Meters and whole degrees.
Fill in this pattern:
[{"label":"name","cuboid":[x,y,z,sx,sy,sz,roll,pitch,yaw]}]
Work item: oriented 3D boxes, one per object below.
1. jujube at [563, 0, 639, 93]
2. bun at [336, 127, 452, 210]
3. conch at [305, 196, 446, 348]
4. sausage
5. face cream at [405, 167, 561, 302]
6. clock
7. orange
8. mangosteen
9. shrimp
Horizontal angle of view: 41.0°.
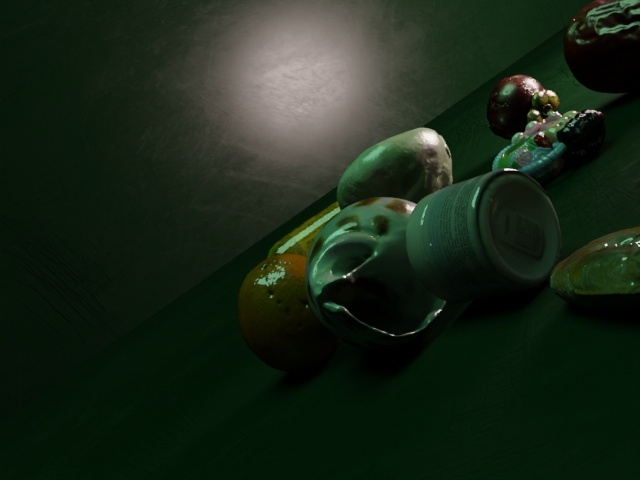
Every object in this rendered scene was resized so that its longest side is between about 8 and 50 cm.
[{"label":"jujube","cuboid":[0.703,-0.446,1.898,0.318,0.223,0.223,-12,21,41]},{"label":"bun","cuboid":[0.191,-0.114,1.971,0.293,0.187,0.293,-28,-19,-10]},{"label":"conch","cuboid":[0.108,0.053,1.360,0.368,0.249,0.197,-20,-27,-33]},{"label":"sausage","cuboid":[0.000,0.000,2.176,0.347,0.123,0.123,-35,9,-12]},{"label":"face cream","cuboid":[0.238,-0.004,1.244,0.177,0.177,0.153,-39,12,-34]},{"label":"clock","cuboid":[0.457,-0.183,1.706,0.194,0.100,0.195,-40,9,-19]},{"label":"orange","cuboid":[-0.048,0.122,1.474,0.206,0.206,0.206,-32,9,6]},{"label":"mangosteen","cuboid":[0.506,-0.326,2.128,0.166,0.166,0.180,-37,37,-26]},{"label":"shrimp","cuboid":[0.376,0.022,0.986,0.168,0.077,0.317,-32,6,-11]}]
